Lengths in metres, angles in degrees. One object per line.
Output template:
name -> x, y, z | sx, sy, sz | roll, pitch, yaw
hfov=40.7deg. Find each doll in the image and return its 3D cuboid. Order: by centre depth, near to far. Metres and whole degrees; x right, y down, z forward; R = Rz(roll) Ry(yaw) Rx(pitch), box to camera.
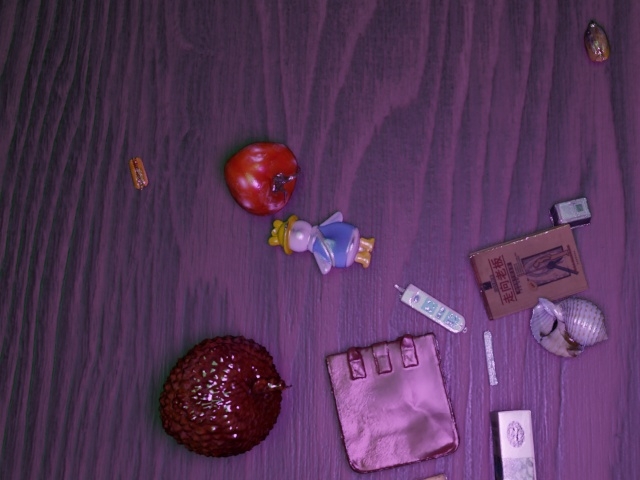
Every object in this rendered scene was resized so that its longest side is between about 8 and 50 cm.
doll -> 0.000, 0.000, 1.971 | 0.241, 0.099, 0.135 | 11, 104, 11

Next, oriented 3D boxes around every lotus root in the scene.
lotus root -> 0.639, -0.461, 1.999 | 0.054, 0.049, 0.099 | -12, 78, 13

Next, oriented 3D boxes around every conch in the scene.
conch -> 0.541, 0.187, 1.862 | 0.153, 0.102, 0.135 | 25, 95, 44

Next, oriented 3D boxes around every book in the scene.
book -> 0.459, 0.068, 1.903 | 0.231, 0.026, 0.161 | -19, 101, 4

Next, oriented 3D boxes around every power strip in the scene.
power strip -> 0.248, 0.152, 1.942 | 0.191, 0.030, 0.047 | 32, 84, 11

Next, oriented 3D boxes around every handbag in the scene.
handbag -> 0.159, 0.354, 1.889 | 0.260, 0.084, 0.275 | -16, 77, 5

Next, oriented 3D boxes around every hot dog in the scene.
hot dog -> -0.444, -0.164, 2.097 | 0.037, 0.021, 0.083 | -22, 76, 4

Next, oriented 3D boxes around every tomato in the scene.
tomato -> -0.139, -0.153, 1.984 | 0.151, 0.187, 0.187 | 31, 84, 34

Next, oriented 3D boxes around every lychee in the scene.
lychee -> -0.204, 0.331, 1.848 | 0.300, 0.264, 0.264 | -18, 77, 23

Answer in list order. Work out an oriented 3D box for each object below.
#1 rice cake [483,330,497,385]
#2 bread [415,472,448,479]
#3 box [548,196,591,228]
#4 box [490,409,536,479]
rice cake -> 0.376, 0.261, 1.908 | 0.021, 0.022, 0.121 | -7, 78, 5
bread -> 0.230, 0.546, 1.844 | 0.109, 0.080, 0.084 | -19, 75, 1
box -> 0.559, -0.060, 1.926 | 0.085, 0.063, 0.060 | -13, 78, 6
box -> 0.401, 0.483, 1.790 | 0.069, 0.164, 0.256 | -3, 79, 5
